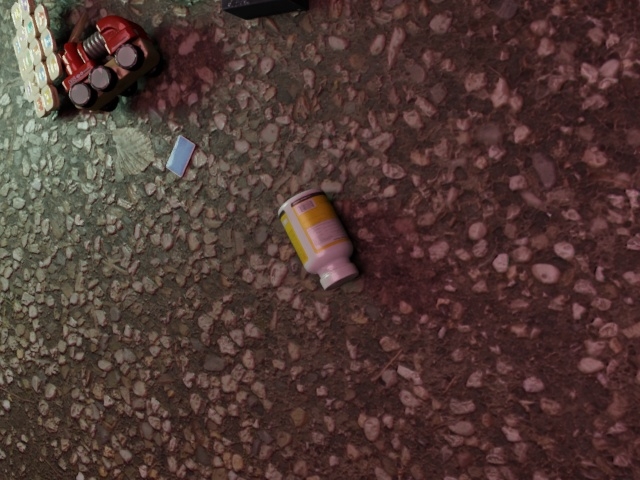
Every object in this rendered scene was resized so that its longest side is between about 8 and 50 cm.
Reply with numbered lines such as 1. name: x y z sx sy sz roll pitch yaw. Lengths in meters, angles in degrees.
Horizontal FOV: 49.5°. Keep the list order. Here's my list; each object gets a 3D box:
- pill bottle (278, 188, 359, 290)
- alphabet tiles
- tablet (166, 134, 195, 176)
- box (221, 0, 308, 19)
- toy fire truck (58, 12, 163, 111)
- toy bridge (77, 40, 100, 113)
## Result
1. pill bottle: 0.000 0.000 1.342 0.103 0.103 0.184 -34 75 25
2. alphabet tiles: -0.701 -0.451 1.698 0.278 0.021 0.283 -8 96 52
3. tablet: -0.316 -0.191 1.570 0.054 0.006 0.083 34 105 25
4. box: -0.113 -0.544 1.403 0.156 0.093 0.158 0 92 29
5. toy fire truck: -0.504 -0.446 1.592 0.217 0.158 0.246 -33 86 16
6. toy bridge: -0.553 -0.401 1.687 0.063 0.026 0.188 -23 80 26
